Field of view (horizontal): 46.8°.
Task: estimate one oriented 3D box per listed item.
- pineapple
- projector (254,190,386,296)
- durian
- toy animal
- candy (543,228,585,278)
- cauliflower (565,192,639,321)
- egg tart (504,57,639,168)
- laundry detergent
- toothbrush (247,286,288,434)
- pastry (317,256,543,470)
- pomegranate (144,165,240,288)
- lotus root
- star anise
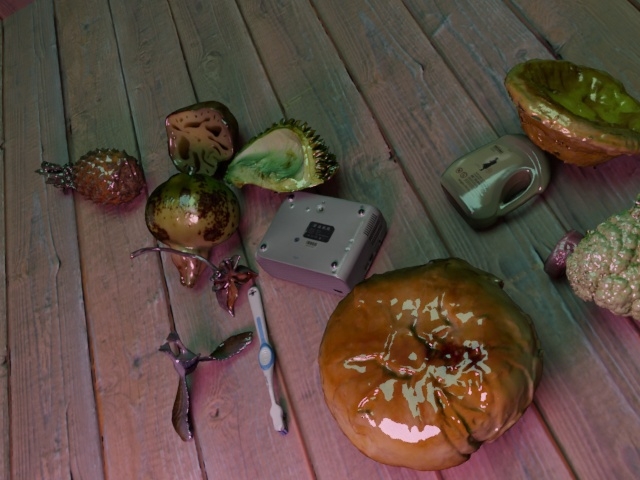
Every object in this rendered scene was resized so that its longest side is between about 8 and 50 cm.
[{"bbox_3d":[-0.667,-0.188,2.113,0.361,0.175,0.175,10,62,30],"label":"pineapple"},{"bbox_3d":[0.000,0.000,1.694,0.251,0.108,0.198,13,63,33],"label":"projector"},{"bbox_3d":[-0.096,-0.184,1.844,0.394,0.163,0.198,7,69,42],"label":"durian"},{"bbox_3d":[-0.292,0.263,1.641,0.197,0.160,0.272,26,64,39],"label":"toy animal"},{"bbox_3d":[0.479,0.027,1.447,0.043,0.103,0.103,38,78,19],"label":"candy"},{"bbox_3d":[0.588,0.018,1.344,0.272,0.275,0.250,-61,19,0],"label":"cauliflower"},{"bbox_3d":[0.533,-0.257,1.549,0.342,0.132,0.341,12,41,-11],"label":"egg tart"},{"bbox_3d":[0.402,-0.145,1.611,0.253,0.091,0.181,-32,50,2],"label":"laundry detergent"},{"bbox_3d":[-0.121,0.249,1.624,0.040,0.040,0.386,-25,50,9],"label":"toothbrush"},{"bbox_3d":[0.195,0.225,1.351,0.410,0.245,0.409,-11,56,17],"label":"pastry"},{"bbox_3d":[-0.322,-0.035,1.811,0.222,0.204,0.276,1,59,25],"label":"pomegranate"},{"bbox_3d":[-0.302,-0.281,2.018,0.188,0.199,0.180,1,18,14],"label":"lotus root"},{"bbox_3d":[-0.295,0.074,1.742,0.228,0.219,0.148,24,107,30],"label":"star anise"}]
